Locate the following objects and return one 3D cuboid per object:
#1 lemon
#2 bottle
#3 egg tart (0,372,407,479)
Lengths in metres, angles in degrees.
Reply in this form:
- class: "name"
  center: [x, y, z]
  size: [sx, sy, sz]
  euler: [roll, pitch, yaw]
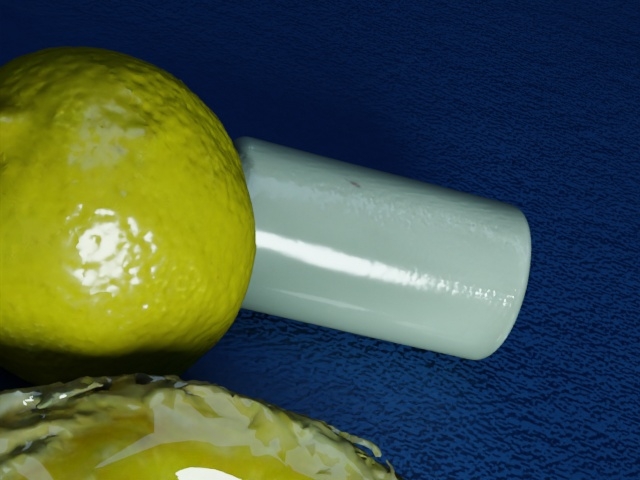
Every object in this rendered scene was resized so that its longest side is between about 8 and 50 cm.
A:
- class: "lemon"
  center: [-0.121, -0.007, 0.821]
  size: [0.178, 0.203, 0.178]
  euler: [-12, 53, 17]
- class: "bottle"
  center: [0.000, 0.000, 0.955]
  size: [0.245, 0.104, 0.104]
  euler: [14, 33, -13]
- class: "egg tart"
  center: [-0.061, 0.169, 0.658]
  size: [0.288, 0.118, 0.288]
  euler: [16, 35, -11]
